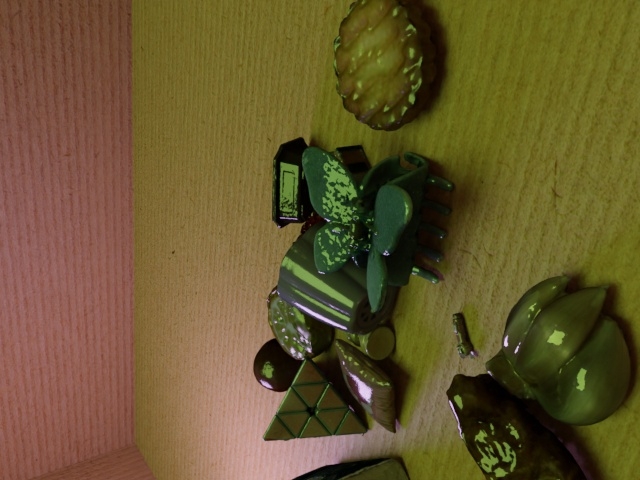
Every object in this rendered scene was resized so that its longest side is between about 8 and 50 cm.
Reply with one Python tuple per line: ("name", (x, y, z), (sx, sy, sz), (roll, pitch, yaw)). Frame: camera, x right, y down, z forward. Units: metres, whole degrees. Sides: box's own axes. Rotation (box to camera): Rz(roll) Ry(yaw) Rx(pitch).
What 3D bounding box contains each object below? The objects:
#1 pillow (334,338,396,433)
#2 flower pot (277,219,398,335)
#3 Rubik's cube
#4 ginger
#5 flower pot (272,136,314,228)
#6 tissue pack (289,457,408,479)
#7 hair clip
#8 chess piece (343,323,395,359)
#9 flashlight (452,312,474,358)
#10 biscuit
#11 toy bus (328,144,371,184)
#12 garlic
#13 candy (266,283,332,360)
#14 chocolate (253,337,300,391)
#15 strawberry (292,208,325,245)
("pillow", (0.130, 0.396, 2.043), (0.223, 0.084, 0.236), (38, 154, 40))
("flower pot", (0.062, 0.113, 1.958), (0.243, 0.265, 0.265), (33, 129, 31))
("Rubik's cube", (-0.024, 0.471, 2.212), (0.228, 0.229, 0.233), (-17, 71, 43))
("ginger", (0.420, 0.453, 1.554), (0.176, 0.254, 0.418), (-41, 72, 10))
("flower pot", (-0.055, -0.157, 2.113), (0.084, 0.179, 0.250), (16, 116, 27))
("tissue pack", (0.057, 0.786, 2.154), (0.417, 0.264, 0.253), (-32, 75, 56))
("hair clip", (0.154, -0.038, 1.732), (0.392, 0.239, 0.318), (31, 125, 49))
("chess piece", (0.124, 0.257, 2.043), (0.170, 0.094, 0.094), (22, 119, 62))
("flashlight", (0.330, 0.226, 1.749), (0.052, 0.031, 0.110), (-17, 86, 58))
("biscuit", (0.154, -0.416, 1.732), (0.326, 0.107, 0.325), (21, 117, 49))
("toy bus", (0.051, -0.168, 1.993), (0.182, 0.091, 0.103), (-47, 61, 51))
("garlic", (0.467, 0.228, 1.453), (0.279, 0.132, 0.325), (55, 147, 18))
("candy", (-0.068, 0.245, 2.300), (0.260, 0.118, 0.259), (31, 128, 48))
("chocolate", (-0.143, 0.403, 2.436), (0.177, 0.177, 0.176), (26, 122, 51))
("strawberry", (0.000, 0.000, 2.097), (0.111, 0.190, 0.236), (30, 109, 10))
